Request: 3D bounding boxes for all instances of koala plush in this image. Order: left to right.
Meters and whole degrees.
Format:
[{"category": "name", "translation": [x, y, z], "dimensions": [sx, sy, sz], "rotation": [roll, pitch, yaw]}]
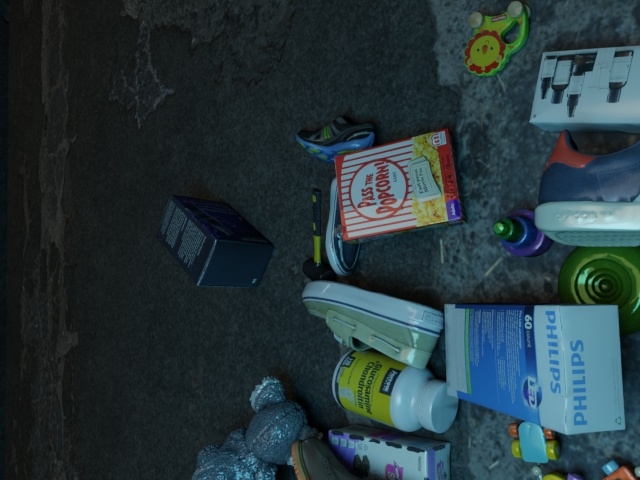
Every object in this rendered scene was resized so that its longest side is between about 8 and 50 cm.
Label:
[{"category": "koala plush", "translation": [-0.099, 0.379, 1.053], "dimensions": [0.221, 0.203, 0.196], "rotation": [-51, 54, 14]}]

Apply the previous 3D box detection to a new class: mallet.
[{"category": "mallet", "translation": [0.000, 0.000, 1.037], "dimensions": [0.062, 0.039, 0.189], "rotation": [40, 139, 39]}]

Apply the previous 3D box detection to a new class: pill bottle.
[{"category": "pill bottle", "translation": [0.115, 0.235, 0.902], "dimensions": [0.184, 0.103, 0.103], "rotation": [5, 89, 44]}]

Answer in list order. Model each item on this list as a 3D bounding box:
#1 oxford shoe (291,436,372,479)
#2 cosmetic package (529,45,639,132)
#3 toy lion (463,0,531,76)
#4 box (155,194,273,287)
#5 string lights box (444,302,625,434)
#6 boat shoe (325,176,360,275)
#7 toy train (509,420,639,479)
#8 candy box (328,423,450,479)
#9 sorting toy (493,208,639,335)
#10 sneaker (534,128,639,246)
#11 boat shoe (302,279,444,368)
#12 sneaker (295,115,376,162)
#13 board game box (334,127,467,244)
[{"category": "oxford shoe", "translation": [0.085, 0.397, 0.831], "dimensions": [0.133, 0.130, 0.364], "rotation": [-44, 44, -7]}, {"category": "cosmetic package", "translation": [0.388, -0.184, 0.712], "dimensions": [0.239, 0.060, 0.098], "rotation": [12, 95, 44]}, {"category": "toy lion", "translation": [0.262, -0.297, 0.870], "dimensions": [0.100, 0.034, 0.096], "rotation": [0, 93, 44]}, {"category": "box", "translation": [-0.225, 0.002, 1.225], "dimensions": [0.207, 0.153, 0.108], "rotation": [38, 111, 39]}, {"category": "string lights box", "translation": [0.246, 0.144, 0.719], "dimensions": [0.260, 0.077, 0.133], "rotation": [160, 110, -74]}, {"category": "boat shoe", "translation": [0.060, -0.031, 1.010], "dimensions": [0.083, 0.065, 0.183], "rotation": [-6, 81, 43]}, {"category": "toy train", "translation": [0.324, 0.278, 0.738], "dimensions": [0.166, 0.046, 0.125], "rotation": [50, 117, 32]}, {"category": "candy box", "translation": [0.106, 0.391, 0.916], "dimensions": [0.196, 0.070, 0.164], "rotation": [-6, 81, 43]}, {"category": "sorting toy", "translation": [0.344, 0.068, 0.684], "dimensions": [0.365, 0.126, 0.127], "rotation": [43, 115, 37]}, {"category": "sneaker", "translation": [0.411, -0.068, 0.604], "dimensions": [0.350, 0.131, 0.148], "rotation": [4, 80, 28]}, {"category": "boat shoe", "translation": [0.062, 0.129, 0.935], "dimensions": [0.302, 0.109, 0.094], "rotation": [6, 73, 54]}, {"category": "sneaker", "translation": [0.031, -0.189, 1.068], "dimensions": [0.188, 0.067, 0.078], "rotation": [9, 71, 46]}, {"category": "board game box", "translation": [0.124, -0.082, 0.928], "dimensions": [0.194, 0.045, 0.146], "rotation": [-12, 77, 23]}]
